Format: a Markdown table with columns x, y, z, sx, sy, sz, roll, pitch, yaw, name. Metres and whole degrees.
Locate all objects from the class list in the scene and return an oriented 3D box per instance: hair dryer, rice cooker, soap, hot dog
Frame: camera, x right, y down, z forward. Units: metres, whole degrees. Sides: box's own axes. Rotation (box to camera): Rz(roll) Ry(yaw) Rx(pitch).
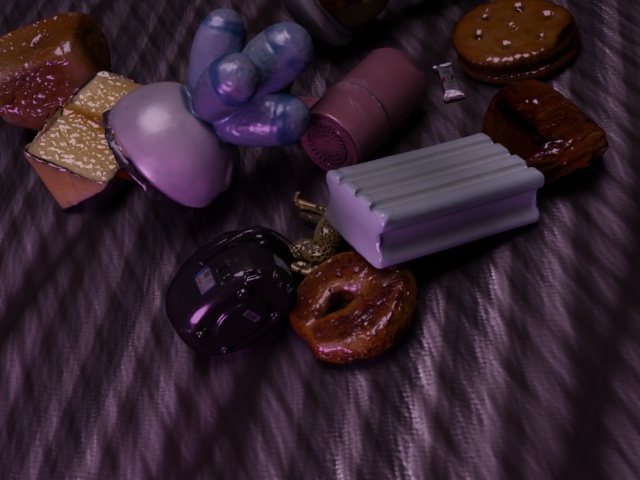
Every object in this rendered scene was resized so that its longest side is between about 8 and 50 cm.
| x | y | z | sx | sy | sz | roll | pitch | yaw | name |
| --- | --- | --- | --- | --- | --- | --- | --- | --- | --- |
| -0.012 | -0.234 | 1.752 | 0.353 | 0.125 | 0.210 | 12 | 47 | 41 | hair dryer |
| -0.116 | 0.070 | 1.400 | 0.203 | 0.142 | 0.118 | -42 | 42 | 14 | rice cooker |
| 0.159 | -0.060 | 1.445 | 0.266 | 0.087 | 0.160 | -16 | 35 | -24 | soap |
| 0.332 | -0.161 | 1.539 | 0.161 | 0.099 | 0.226 | -19 | 39 | -1 | hot dog |

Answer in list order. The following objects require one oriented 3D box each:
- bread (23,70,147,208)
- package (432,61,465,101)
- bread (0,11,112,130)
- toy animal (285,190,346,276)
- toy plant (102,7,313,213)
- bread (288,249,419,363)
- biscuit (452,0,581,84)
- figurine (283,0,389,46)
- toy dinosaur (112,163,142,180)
| x | y | z | sx | sy | sz | roll | pitch | yaw | name |
| --- | --- | --- | --- | --- | --- | --- | --- | --- | --- |
| -0.393 | -0.181 | 1.816 | 0.178 | 0.141 | 0.266 | 31 | 47 | 0 | bread |
| 0.221 | -0.276 | 1.777 | 0.037 | 0.015 | 0.110 | -10 | 42 | 1 | package |
| -0.525 | -0.317 | 1.985 | 0.246 | 0.176 | 0.195 | -17 | 40 | 14 | bread |
| 0.000 | 0.000 | 1.507 | 0.136 | 0.073 | 0.181 | 14 | 46 | 23 | toy animal |
| -0.147 | -0.222 | 1.597 | 0.332 | 0.247 | 0.247 | -39 | 35 | 20 | toy plant |
| 0.048 | 0.088 | 1.395 | 0.193 | 0.064 | 0.193 | -14 | 42 | 14 | bread |
| 0.338 | -0.350 | 1.778 | 0.221 | 0.066 | 0.220 | -10 | 41 | 9 | biscuit |
| 0.116 | -0.479 | 1.919 | 0.382 | 0.205 | 0.224 | -7 | 42 | 0 | figurine |
| -0.328 | -0.124 | 1.801 | 0.113 | 0.026 | 0.041 | -6 | 47 | 28 | toy dinosaur |
